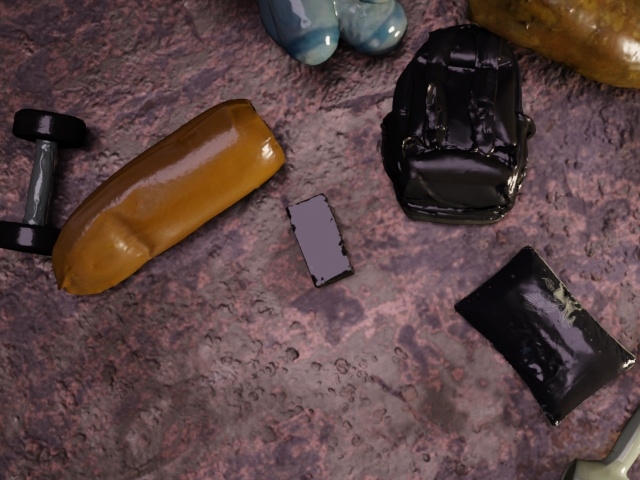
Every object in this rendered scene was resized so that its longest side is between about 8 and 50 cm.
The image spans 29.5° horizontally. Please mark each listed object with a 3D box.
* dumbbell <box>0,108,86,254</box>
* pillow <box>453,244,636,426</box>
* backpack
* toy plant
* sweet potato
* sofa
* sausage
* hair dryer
[{"bbox_3d":[-0.382,-0.078,1.660,0.100,0.100,0.191,8,85,6],"label":"dumbbell"},{"bbox_3d":[0.293,0.122,1.597,0.141,0.055,0.208,-40,82,7],"label":"pillow"},{"bbox_3d":[0.182,-0.159,1.606,0.206,0.133,0.258,4,78,3],"label":"backpack"},{"bbox_3d":[-0.018,-0.358,1.576,0.332,0.247,0.247,40,90,-24],"label":"toy plant"},{"bbox_3d":[0.323,-0.304,1.568,0.369,0.158,0.158,26,88,-9],"label":"sweet potato"},{"bbox_3d":[0.000,0.000,1.646,0.060,0.039,0.118,-21,84,5],"label":"sofa"},{"bbox_3d":[-0.217,-0.055,1.630,0.354,0.134,0.116,-34,48,1],"label":"sausage"},{"bbox_3d":[0.441,0.277,1.576,0.206,0.075,0.237,24,80,0],"label":"hair dryer"}]
